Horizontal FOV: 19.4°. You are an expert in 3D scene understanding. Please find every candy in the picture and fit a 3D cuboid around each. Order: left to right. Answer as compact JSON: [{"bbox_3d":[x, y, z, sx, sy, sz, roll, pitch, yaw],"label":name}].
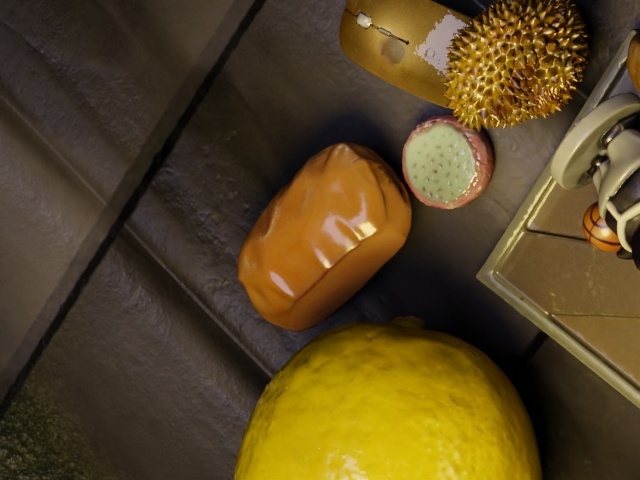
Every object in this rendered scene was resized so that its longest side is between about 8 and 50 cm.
[{"bbox_3d":[0.138,-0.085,2.023,0.103,0.043,0.103,4,97,32],"label":"candy"}]

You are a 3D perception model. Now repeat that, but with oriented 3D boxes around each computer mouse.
[{"bbox_3d":[0.103,-0.215,2.024,0.199,0.045,0.102,29,109,24],"label":"computer mouse"}]

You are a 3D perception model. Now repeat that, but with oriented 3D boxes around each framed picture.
[{"bbox_3d":[0.404,0.043,1.889,0.446,0.028,0.326,40,116,20],"label":"framed picture"}]

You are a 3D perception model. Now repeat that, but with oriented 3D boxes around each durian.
[{"bbox_3d":[0.203,-0.187,1.902,0.137,0.158,0.168,39,114,4],"label":"durian"}]

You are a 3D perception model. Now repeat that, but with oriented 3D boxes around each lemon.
[{"bbox_3d":[0.071,0.249,1.953,0.348,0.348,0.348,5,100,31],"label":"lemon"}]

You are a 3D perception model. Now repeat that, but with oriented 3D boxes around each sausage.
[{"bbox_3d":[0.001,0.000,2.074,0.241,0.120,0.136,-50,57,27],"label":"sausage"}]

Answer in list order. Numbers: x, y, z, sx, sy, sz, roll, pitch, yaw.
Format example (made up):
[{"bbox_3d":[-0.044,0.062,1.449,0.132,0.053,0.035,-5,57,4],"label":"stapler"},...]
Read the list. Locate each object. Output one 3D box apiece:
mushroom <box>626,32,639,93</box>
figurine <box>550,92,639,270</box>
[{"bbox_3d":[0.442,-0.231,1.734,0.350,0.128,0.128,-32,80,24],"label":"mushroom"},{"bbox_3d":[0.338,-0.015,1.824,0.236,0.133,0.176,48,150,25],"label":"figurine"}]
